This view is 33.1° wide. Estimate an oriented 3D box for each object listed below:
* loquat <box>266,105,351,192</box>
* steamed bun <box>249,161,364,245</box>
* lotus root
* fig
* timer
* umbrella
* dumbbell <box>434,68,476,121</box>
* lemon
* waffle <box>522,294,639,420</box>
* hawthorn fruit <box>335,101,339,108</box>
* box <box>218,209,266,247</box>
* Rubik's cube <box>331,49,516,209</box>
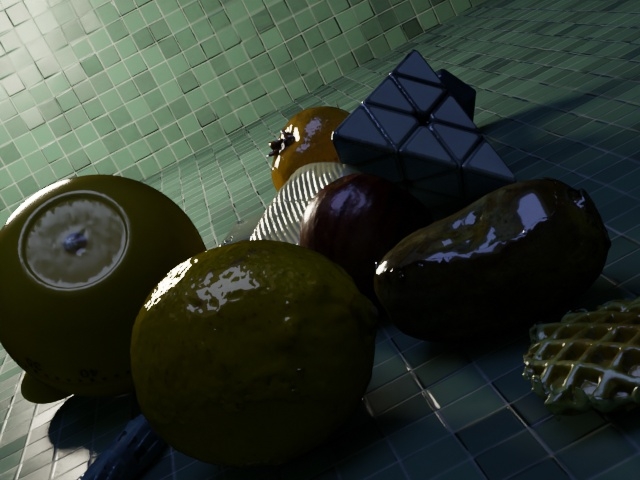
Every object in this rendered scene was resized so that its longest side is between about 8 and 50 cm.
[{"bbox_3d":[0.004,-0.150,2.031,0.208,0.208,0.208,-25,15,7],"label":"loquat"},{"bbox_3d":[0.000,0.000,1.671,0.170,0.152,0.238,1,56,52],"label":"steamed bun"},{"bbox_3d":[0.197,0.030,1.222,0.275,0.152,0.160,-26,12,30],"label":"lotus root"},{"bbox_3d":[0.051,0.041,1.459,0.204,0.186,0.249,136,149,-77],"label":"fig"},{"bbox_3d":[-0.335,0.088,1.671,0.376,0.376,0.387,-31,-27,-13],"label":"timer"},{"bbox_3d":[-0.239,0.268,1.361,0.053,0.052,0.250,28,37,15],"label":"umbrella"},{"bbox_3d":[0.214,-0.213,2.002,0.144,0.159,0.325,7,21,6],"label":"dumbbell"},{"bbox_3d":[-0.069,0.123,1.193,0.310,0.253,0.253,-18,18,23],"label":"lemon"},{"bbox_3d":[0.292,0.101,1.010,0.208,0.054,0.214,-20,14,14],"label":"waffle"},{"bbox_3d":[0.065,-0.211,2.299,0.125,0.140,0.125,-18,51,24],"label":"hawthorn fruit"},{"bbox_3d":[-0.109,0.011,1.904,0.124,0.092,0.172,-23,16,16],"label":"box"},{"bbox_3d":[0.140,-0.151,1.754,0.228,0.228,0.233,-32,19,-2],"label":"Rubik's cube"}]
